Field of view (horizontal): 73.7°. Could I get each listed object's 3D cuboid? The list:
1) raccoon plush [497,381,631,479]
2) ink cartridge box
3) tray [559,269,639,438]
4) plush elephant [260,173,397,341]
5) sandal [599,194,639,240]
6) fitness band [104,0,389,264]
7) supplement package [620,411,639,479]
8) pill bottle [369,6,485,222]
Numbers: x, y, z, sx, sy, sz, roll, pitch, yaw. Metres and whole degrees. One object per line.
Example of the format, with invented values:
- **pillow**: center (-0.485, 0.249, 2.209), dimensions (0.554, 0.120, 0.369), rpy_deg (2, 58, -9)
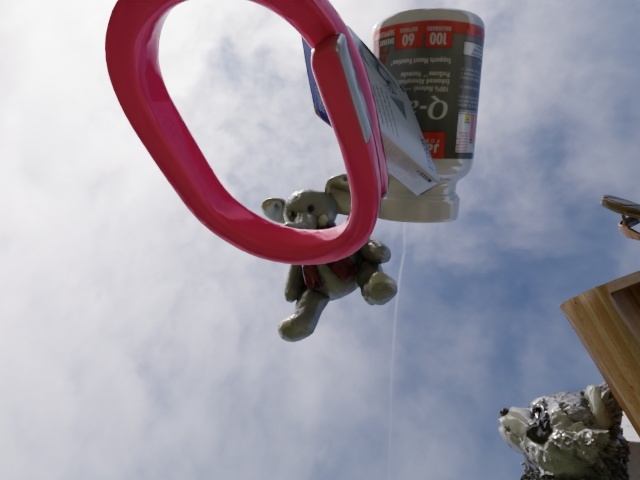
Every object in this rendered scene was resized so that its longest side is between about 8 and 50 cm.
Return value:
- **raccoon plush**: center (0.419, 0.418, 0.570), dimensions (0.446, 0.216, 0.299), rpy_deg (43, -108, 14)
- **ink cartridge box**: center (0.070, -0.199, 0.602), dimensions (0.045, 0.223, 0.224), rpy_deg (-33, -130, 31)
- **tray**: center (0.487, 0.229, 0.509), dimensions (0.411, 0.202, 0.076), rpy_deg (68, -25, 22)
- **plush elephant**: center (0.000, 0.000, 0.929), dimensions (0.271, 0.330, 0.256), rpy_deg (-25, -67, 25)
- **sandal**: center (0.459, -0.021, 0.607), dimensions (0.072, 0.180, 0.049), rpy_deg (43, -66, 54)
- **fitness band**: center (-0.054, -0.088, 0.376), dimensions (0.208, 0.291, 0.054), rpy_deg (-1, -134, 22)
- **supplement package**: center (0.582, 0.380, 0.762), dimensions (0.177, 0.292, 0.176), rpy_deg (-28, -104, 49)
- **pill bottle**: center (0.195, -0.226, 0.828), dimensions (0.210, 0.210, 0.364), rpy_deg (5, -78, 21)
